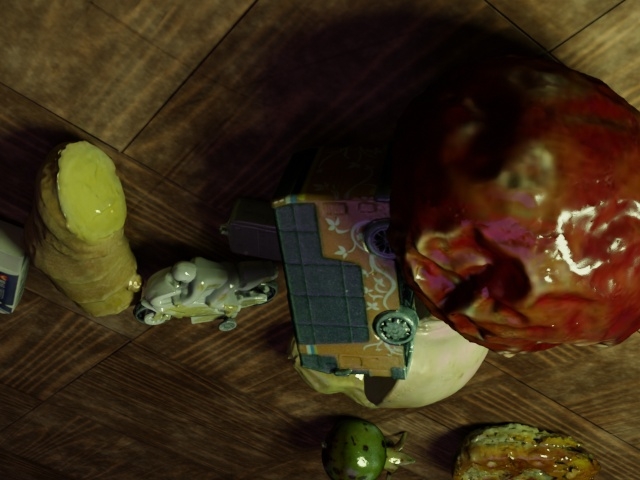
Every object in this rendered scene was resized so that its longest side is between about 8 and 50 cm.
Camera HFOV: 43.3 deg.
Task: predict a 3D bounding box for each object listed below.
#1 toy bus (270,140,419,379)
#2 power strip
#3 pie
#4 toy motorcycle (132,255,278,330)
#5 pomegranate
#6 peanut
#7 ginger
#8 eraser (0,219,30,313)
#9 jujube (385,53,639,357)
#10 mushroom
[{"bbox_3d":[0.040,0.030,0.980,0.167,0.138,0.275,0,125,14],"label":"toy bus"},{"bbox_3d":[0.000,0.000,1.092,0.272,0.052,0.078,9,145,4],"label":"power strip"},{"bbox_3d":[0.387,0.439,1.553,0.308,0.085,0.308,7,140,6],"label":"pie"},{"bbox_3d":[-0.175,0.072,1.204,0.228,0.074,0.151,-9,146,-3],"label":"toy motorcycle"},{"bbox_3d":[0.082,0.420,1.600,0.169,0.148,0.148,7,155,-39],"label":"pomegranate"},{"bbox_3d":[0.038,0.214,1.342,0.214,0.099,0.090,26,134,-22],"label":"peanut"},{"bbox_3d":[-0.338,-0.009,1.136,0.190,0.126,0.354,23,143,4],"label":"ginger"},{"bbox_3d":[-0.541,0.036,1.309,0.124,0.068,0.210,24,144,-11],"label":"eraser"},{"bbox_3d":[0.216,-0.017,0.820,0.276,0.276,0.377,-3,160,22],"label":"jujube"},{"bbox_3d":[0.174,0.174,1.175,0.162,0.173,0.236,19,145,-11],"label":"mushroom"}]
